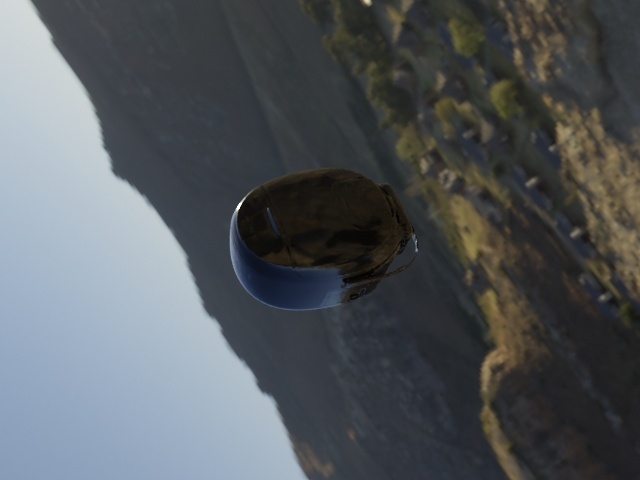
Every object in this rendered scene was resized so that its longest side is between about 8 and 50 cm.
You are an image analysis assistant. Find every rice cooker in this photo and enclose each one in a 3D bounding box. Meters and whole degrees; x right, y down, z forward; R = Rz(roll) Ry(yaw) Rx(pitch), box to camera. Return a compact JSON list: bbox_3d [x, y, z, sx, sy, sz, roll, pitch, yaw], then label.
[{"bbox_3d":[0.001,0.000,1.109,0.118,0.203,0.142,109,148,-50],"label":"rice cooker"}]
